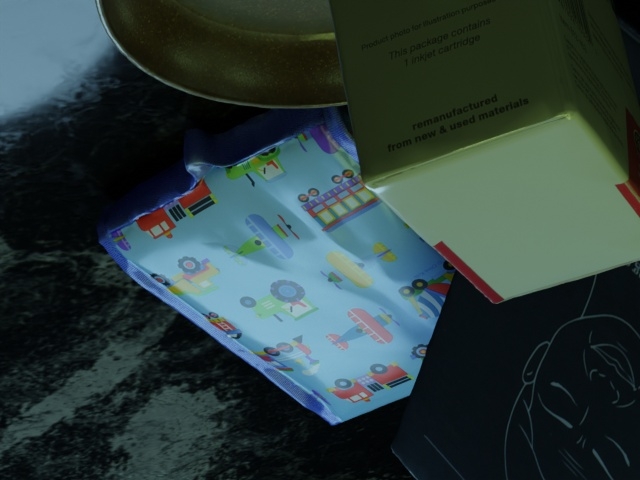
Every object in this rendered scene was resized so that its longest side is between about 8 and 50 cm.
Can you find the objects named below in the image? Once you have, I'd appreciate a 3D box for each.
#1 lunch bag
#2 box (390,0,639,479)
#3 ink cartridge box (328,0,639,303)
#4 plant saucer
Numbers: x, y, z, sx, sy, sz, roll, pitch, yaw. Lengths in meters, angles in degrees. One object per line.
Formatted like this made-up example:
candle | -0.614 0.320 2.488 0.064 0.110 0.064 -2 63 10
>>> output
lunch bag | 0.000 0.000 1.305 0.221 0.138 0.293 -26 142 31
box | 0.252 0.065 1.124 0.212 0.293 0.395 -12 135 -35
ink cartridge box | 0.076 -0.114 0.849 0.100 0.237 0.172 -18 154 18
plant saucer | 0.024 -0.176 1.024 0.310 0.050 0.310 -9 154 -4
